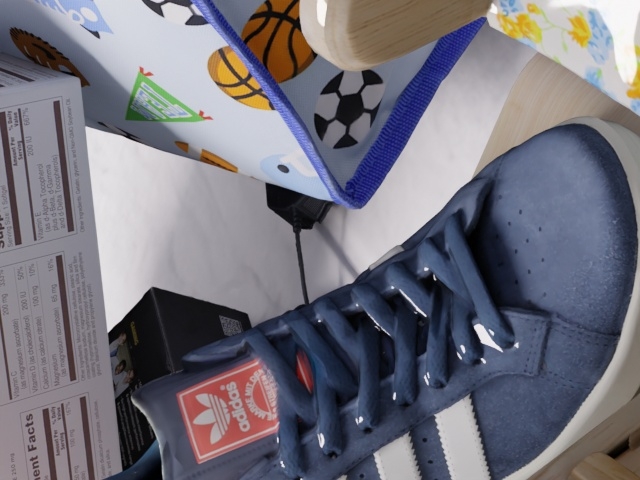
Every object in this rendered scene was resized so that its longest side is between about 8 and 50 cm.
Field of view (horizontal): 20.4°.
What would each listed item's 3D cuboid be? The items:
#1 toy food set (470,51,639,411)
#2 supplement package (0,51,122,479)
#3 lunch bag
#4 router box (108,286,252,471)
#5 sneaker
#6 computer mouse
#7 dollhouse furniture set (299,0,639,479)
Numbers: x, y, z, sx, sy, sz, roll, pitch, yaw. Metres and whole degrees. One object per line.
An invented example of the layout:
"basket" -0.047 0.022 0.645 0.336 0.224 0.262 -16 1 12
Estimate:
"toy food set" 0.141 0.073 0.820 0.220 0.092 0.306 43 117 49
"supplement package" -0.231 0.031 1.009 0.204 0.145 0.261 21 120 53
"lunch bag" -0.121 -0.235 0.951 0.328 0.385 0.239 14 65 43
"router box" -0.109 0.222 1.051 0.243 0.081 0.308 -44 46 31
"sneaker" 0.009 0.070 0.796 0.350 0.148 0.131 -50 46 36
"computer mouse" 0.000 0.000 1.052 0.071 0.041 0.242 -22 66 54
"dollhouse furniture set" 0.129 0.026 0.481 0.362 0.256 0.394 36 138 29
